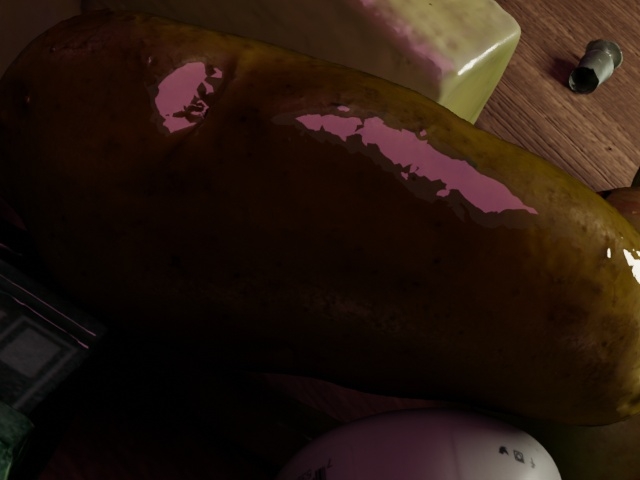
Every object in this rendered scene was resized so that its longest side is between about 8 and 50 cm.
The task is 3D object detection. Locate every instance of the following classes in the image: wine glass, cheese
[{"bbox_3d":[0.284,-0.181,1.199,0.042,0.039,0.083,42,43,5],"label":"wine glass"},{"bbox_3d":[-0.038,-0.113,0.742,0.265,0.243,0.124,45,43,16],"label":"cheese"}]

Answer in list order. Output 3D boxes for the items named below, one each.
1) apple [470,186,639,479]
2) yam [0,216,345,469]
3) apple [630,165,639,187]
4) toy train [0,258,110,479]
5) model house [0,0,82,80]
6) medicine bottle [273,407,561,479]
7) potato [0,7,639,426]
[{"bbox_3d":[0.211,0.084,0.735,0.260,0.194,0.261,21,38,-18],"label":"apple"},{"bbox_3d":[-0.097,0.065,0.674,0.326,0.045,0.045,31,5,1],"label":"yam"},{"bbox_3d":[0.374,-0.012,0.902,0.262,0.262,0.262,18,40,-16],"label":"apple"},{"bbox_3d":[-0.255,0.049,0.523,0.330,0.139,0.178,32,29,5],"label":"toy train"},{"bbox_3d":[-0.272,-0.139,0.667,0.211,0.170,0.194,-7,46,16],"label":"model house"},{"bbox_3d":[0.056,0.229,0.505,0.157,0.157,0.289,16,41,-19],"label":"medicine bottle"},{"bbox_3d":[0.000,0.000,0.578,0.369,0.196,0.176,18,29,7],"label":"potato"}]
